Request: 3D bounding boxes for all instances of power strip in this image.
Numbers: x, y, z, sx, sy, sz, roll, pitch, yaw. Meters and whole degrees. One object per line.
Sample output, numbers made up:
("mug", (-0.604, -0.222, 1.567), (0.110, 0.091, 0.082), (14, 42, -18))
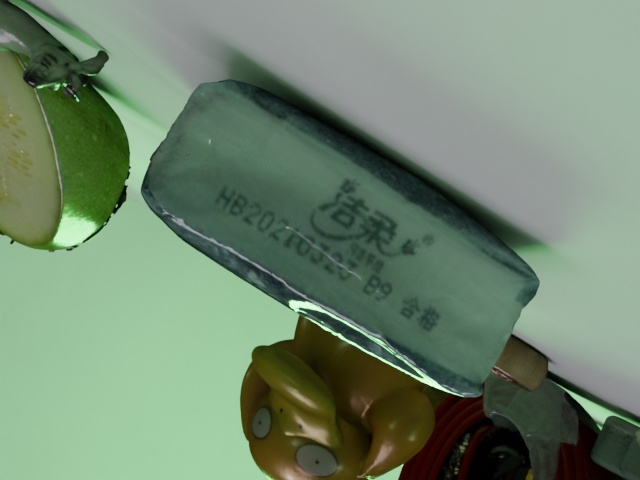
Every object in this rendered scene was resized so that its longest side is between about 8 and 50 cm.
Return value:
("power strip", (0.365, 0.235, 1.233), (0.194, 0.059, 0.265), (30, 177, -37))

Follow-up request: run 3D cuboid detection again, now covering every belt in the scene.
("belt", (0.202, 0.289, 1.393), (0.227, 0.323, 0.115), (8, 163, 36))

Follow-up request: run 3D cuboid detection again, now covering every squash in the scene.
("squash", (-0.309, -0.104, 1.219), (0.189, 0.189, 0.260), (29, 178, 23))

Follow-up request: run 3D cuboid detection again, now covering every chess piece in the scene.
("chess piece", (0.185, 0.116, 1.280), (0.084, 0.038, 0.083), (32, 177, 2))

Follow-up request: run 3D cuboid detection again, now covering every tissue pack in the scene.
("tissue pack", (0.000, 0.000, 0.864), (0.228, 0.103, 0.316), (30, 176, -4))

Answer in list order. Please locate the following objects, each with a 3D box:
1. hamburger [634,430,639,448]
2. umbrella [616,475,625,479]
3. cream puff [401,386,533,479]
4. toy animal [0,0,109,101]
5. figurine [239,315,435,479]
("hamburger", (0.322, 0.186, 1.083), (0.084, 0.054, 0.121), (28, 179, -13))
("umbrella", (0.306, 0.256, 1.673), (0.340, 0.118, 0.118), (35, 178, 33))
("cream puff", (0.205, 0.273, 1.847), (0.269, 0.154, 0.241), (22, -155, 27))
("toy animal", (-0.286, -0.168, 1.048), (0.176, 0.073, 0.217), (29, 167, -30))
("figurine", (0.028, 0.124, 1.202), (0.215, 0.228, 0.215), (36, 154, 21))
